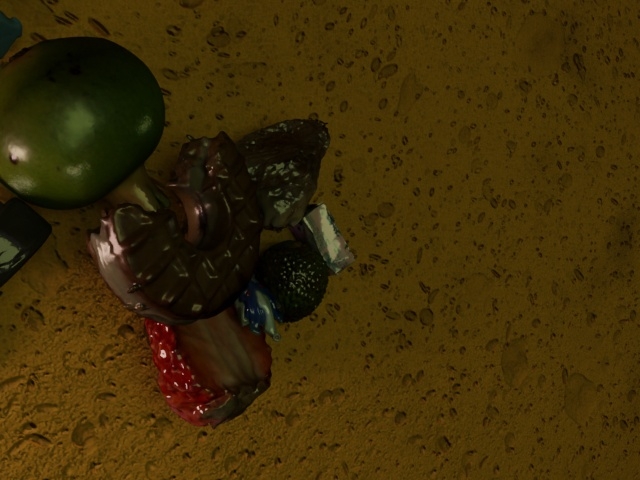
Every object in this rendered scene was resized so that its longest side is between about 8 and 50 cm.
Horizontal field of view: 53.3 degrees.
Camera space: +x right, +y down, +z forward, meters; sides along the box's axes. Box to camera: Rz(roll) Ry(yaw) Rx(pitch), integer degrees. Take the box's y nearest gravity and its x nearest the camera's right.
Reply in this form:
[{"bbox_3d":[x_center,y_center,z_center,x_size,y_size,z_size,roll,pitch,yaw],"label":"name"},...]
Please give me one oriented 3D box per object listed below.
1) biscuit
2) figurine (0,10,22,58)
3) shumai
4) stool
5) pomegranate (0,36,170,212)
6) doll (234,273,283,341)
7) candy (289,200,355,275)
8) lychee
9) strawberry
[{"bbox_3d":[-0.213,-0.004,1.060,0.268,0.115,0.366,65,35,-24],"label":"biscuit"},{"bbox_3d":[-0.613,-0.329,0.977,0.262,0.154,0.180,-41,102,-44],"label":"figurine"},{"bbox_3d":[-0.090,-0.127,1.302,0.218,0.184,0.185,-48,149,-36],"label":"shumai"},{"bbox_3d":[-0.519,0.003,0.984,0.153,0.228,0.139,-42,112,5],"label":"stool"},{"bbox_3d":[-0.375,-0.168,1.067,0.310,0.216,0.358,-47,113,-27],"label":"pomegranate"},{"bbox_3d":[-0.131,0.110,1.208,0.096,0.070,0.195,-24,74,-41],"label":"doll"},{"bbox_3d":[0.000,0.000,1.373,0.073,0.092,0.160,-38,108,-26],"label":"candy"},{"bbox_3d":[-0.059,0.087,1.302,0.171,0.171,0.171,0,89,-32],"label":"lychee"},{"bbox_3d":[-0.239,0.178,1.186,0.336,0.149,0.265,62,28,5],"label":"strawberry"}]
